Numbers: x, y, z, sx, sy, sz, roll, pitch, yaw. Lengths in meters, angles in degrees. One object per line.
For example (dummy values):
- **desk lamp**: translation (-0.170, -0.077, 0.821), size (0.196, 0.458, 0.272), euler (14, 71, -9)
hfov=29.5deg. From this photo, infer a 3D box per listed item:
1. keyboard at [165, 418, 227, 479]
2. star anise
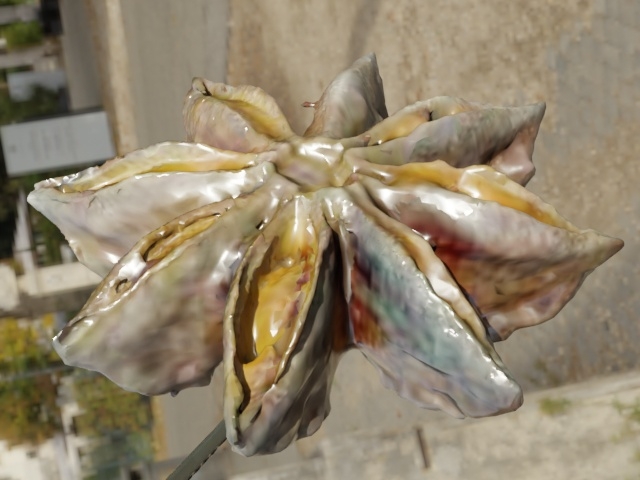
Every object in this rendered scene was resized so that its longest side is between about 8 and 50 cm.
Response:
- **keyboard**: translation (-0.126, 0.192, 0.932), size (0.041, 0.381, 0.103), euler (48, 131, 7)
- **star anise**: translation (0.002, 0.001, 0.682), size (0.117, 0.332, 0.331), euler (84, 168, -45)
